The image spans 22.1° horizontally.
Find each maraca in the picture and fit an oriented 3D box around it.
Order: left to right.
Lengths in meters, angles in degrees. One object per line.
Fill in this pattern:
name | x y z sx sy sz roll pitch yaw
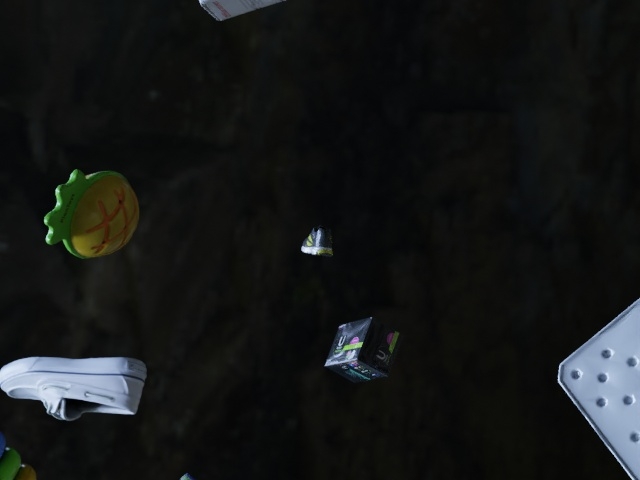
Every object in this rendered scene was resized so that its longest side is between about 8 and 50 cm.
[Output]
maraca | -0.311 -0.037 2.216 0.186 0.099 0.127 14 -84 -65

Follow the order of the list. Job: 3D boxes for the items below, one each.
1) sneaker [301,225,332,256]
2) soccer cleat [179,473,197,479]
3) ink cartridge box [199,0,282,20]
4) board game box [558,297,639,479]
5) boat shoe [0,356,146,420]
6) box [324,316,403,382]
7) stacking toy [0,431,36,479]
sneaker | 0.000 0.000 1.942 0.083 0.031 0.035 -166 84 -74
soccer cleat | -0.077 0.399 2.374 0.121 0.289 0.093 -97 29 -44
ink cartridge box | -0.084 -0.335 2.085 0.099 0.135 0.056 28 -133 -77
board game box | 0.513 0.171 1.721 0.390 0.390 0.050 -41 -22 14
boat shoe | -0.331 0.196 2.126 0.083 0.226 0.075 34 -125 -50
box | 0.054 0.139 2.065 0.052 0.083 0.062 30 -114 -21
stacking toy | -0.462 0.343 2.325 0.330 0.141 0.141 46 -139 -16
